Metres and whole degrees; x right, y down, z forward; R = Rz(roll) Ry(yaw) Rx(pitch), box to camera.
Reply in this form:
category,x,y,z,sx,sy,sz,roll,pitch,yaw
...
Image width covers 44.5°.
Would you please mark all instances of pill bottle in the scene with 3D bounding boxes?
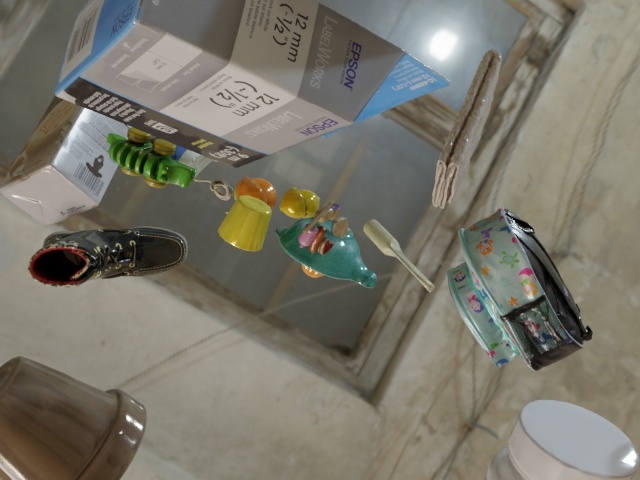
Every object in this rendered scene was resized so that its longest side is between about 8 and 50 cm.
category,x,y,z,sx,sy,sz,roll,pitch,yaw
pill bottle,0.258,0.343,0.917,0.161,0.161,0.283,-87,-170,-68

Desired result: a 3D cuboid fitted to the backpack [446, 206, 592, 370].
category,x,y,z,sx,sy,sz,roll,pitch,yaw
backpack,0.327,0.077,1.358,0.191,0.254,0.225,-25,-164,15

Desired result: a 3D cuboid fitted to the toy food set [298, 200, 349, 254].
category,x,y,z,sx,sy,sz,roll,pitch,yaw
toy food set,0.001,-0.015,1.073,0.078,0.019,0.122,-47,158,-9

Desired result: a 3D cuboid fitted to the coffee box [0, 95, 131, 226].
category,x,y,z,sx,sy,sz,roll,pitch,yaw
coffee box,-0.373,-0.158,1.213,0.141,0.098,0.247,-16,-136,35

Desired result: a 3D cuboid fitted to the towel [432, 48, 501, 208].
category,x,y,z,sx,sy,sz,roll,pitch,yaw
towel,0.285,-0.211,1.511,0.187,0.049,0.282,83,30,-67

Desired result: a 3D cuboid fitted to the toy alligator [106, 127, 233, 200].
category,x,y,z,sx,sy,sz,roll,pitch,yaw
toy alligator,-0.198,-0.091,0.964,0.051,0.189,0.056,-32,144,-60

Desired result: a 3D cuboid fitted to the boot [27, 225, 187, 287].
category,x,y,z,sx,sy,sz,roll,pitch,yaw
boot,-0.330,0.030,1.229,0.178,0.236,0.085,-135,-134,-79

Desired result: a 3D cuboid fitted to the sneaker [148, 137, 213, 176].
category,x,y,z,sx,sy,sz,roll,pitch,yaw
sneaker,-0.179,-0.136,1.076,0.152,0.084,0.058,-49,162,-52

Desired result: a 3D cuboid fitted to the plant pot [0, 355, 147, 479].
category,x,y,z,sx,sy,sz,roll,pitch,yaw
plant pot,-0.457,0.314,1.293,0.263,0.229,0.263,-36,-157,18

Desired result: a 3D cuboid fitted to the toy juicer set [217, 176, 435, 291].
category,x,y,z,sx,sy,sz,roll,pitch,yaw
toy juicer set,0.000,0.000,1.221,0.209,0.328,0.090,-105,-142,-65

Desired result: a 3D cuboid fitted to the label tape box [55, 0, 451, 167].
category,x,y,z,sx,sy,sz,roll,pitch,yaw
label tape box,-0.073,-0.165,0.840,0.249,0.347,0.115,-11,-118,55
